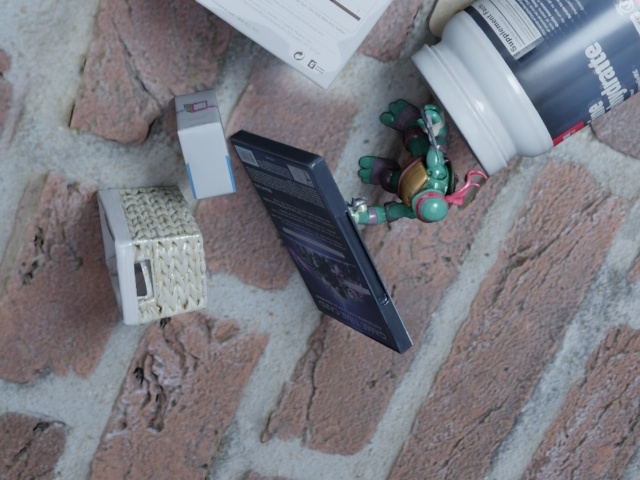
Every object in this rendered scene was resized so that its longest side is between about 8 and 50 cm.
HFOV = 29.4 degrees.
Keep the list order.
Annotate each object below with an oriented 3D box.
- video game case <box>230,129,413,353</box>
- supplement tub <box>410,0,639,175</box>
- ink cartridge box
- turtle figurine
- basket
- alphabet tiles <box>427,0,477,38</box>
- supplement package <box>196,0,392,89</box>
[{"bbox_3d":[0.000,0.000,1.466,0.026,0.196,0.274,-37,119,-18],"label":"video game case"},{"bbox_3d":[0.261,-0.216,1.390,0.272,0.191,0.191,-34,117,7],"label":"supplement tub"},{"bbox_3d":[-0.135,-0.114,1.422,0.052,0.122,0.088,-12,116,-2],"label":"ink cartridge box"},{"bbox_3d":[0.102,-0.074,1.423,0.118,0.234,0.175,38,104,-19],"label":"turtle figurine"},{"bbox_3d":[-0.199,0.011,1.447,0.103,0.167,0.113,-9,117,-14],"label":"basket"},{"bbox_3d":[0.239,-0.355,1.440,0.278,0.021,0.284,17,110,-16],"label":"alphabet tiles"},{"bbox_3d":[0.015,-0.343,1.306,0.175,0.177,0.293,33,104,-16],"label":"supplement package"}]
